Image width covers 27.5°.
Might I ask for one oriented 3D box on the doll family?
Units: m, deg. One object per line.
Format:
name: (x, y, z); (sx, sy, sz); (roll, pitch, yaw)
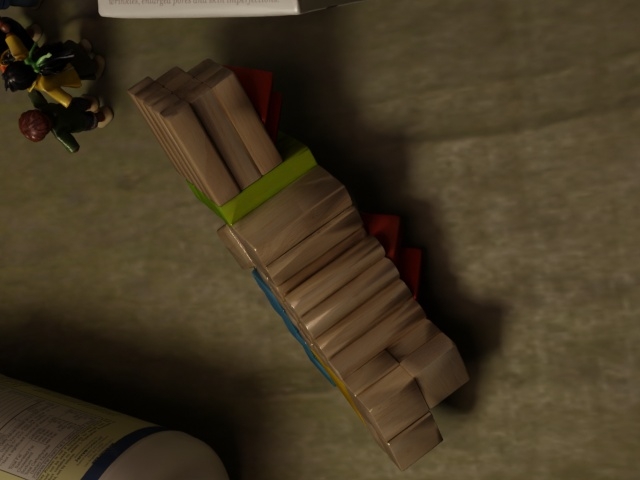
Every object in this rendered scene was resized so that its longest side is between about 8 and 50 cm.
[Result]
doll family: (-0.252, -0.161, 1.100); (0.193, 0.111, 0.076); (46, 121, 11)

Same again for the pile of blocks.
pile of blocks: (0.000, 0.000, 1.024); (0.113, 0.149, 0.362); (-35, 96, -10)

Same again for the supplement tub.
supplement tub: (-0.266, 0.247, 1.154); (0.325, 0.235, 0.235); (13, 110, 26)

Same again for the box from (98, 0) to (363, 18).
box: (-0.068, -0.259, 0.961); (0.181, 0.119, 0.181); (5, 107, 29)
